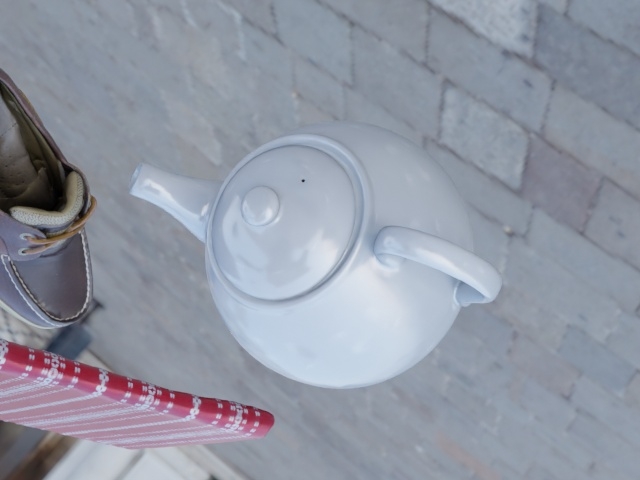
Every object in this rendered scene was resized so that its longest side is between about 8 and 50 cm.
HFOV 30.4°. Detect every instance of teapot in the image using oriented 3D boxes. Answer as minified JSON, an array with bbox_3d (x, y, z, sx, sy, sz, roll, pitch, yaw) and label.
[{"bbox_3d":[0.000,0.000,0.994,0.187,0.256,0.253,34,-150,-57],"label":"teapot"}]

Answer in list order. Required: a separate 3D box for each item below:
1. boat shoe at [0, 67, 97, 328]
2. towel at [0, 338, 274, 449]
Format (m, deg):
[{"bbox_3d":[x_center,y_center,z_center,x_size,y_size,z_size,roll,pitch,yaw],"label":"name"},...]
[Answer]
[{"bbox_3d":[-0.287,-0.035,1.151,0.123,0.123,0.342,22,138,38],"label":"boat shoe"},{"bbox_3d":[-0.192,0.085,0.727,0.274,0.031,0.199,20,159,-30],"label":"towel"}]
